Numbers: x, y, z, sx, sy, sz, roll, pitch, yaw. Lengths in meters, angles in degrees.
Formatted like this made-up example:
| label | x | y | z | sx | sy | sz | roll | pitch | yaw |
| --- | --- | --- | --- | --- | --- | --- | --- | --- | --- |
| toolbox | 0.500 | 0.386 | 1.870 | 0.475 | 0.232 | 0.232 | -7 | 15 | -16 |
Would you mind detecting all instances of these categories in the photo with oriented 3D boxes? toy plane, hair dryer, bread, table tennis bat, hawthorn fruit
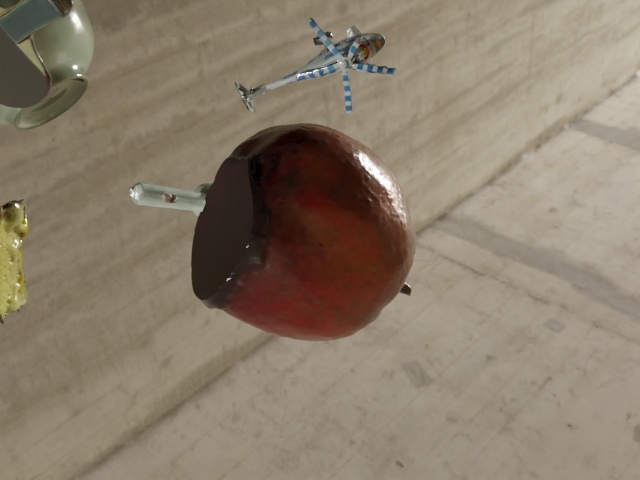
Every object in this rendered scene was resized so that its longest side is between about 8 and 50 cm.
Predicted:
| label | x | y | z | sx | sy | sz | roll | pitch | yaw |
| --- | --- | --- | --- | --- | --- | --- | --- | --- | --- |
| toy plane | -0.008 | -0.313 | 1.327 | 0.273 | 0.182 | 0.107 | -34 | -155 | 23 |
| hair dryer | -0.152 | -0.046 | 0.815 | 0.137 | 0.047 | 0.082 | 8 | -174 | -35 |
| bread | -0.693 | 0.033 | 1.475 | 0.132 | 0.252 | 0.174 | 7 | -164 | 3 |
| table tennis bat | -0.327 | -0.208 | 0.727 | 0.274 | 0.154 | 0.021 | -5 | -137 | 45 |
| hawthorn fruit | 0.000 | 0.000 | 0.716 | 0.249 | 0.215 | 0.215 | 30 | -149 | -17 |

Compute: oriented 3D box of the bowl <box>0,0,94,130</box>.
| label | x | y | z | sx | sy | sz | roll | pitch | yaw |
| --- | --- | --- | --- | --- | --- | --- | --- | --- | --- |
| bowl | -0.581 | -0.340 | 1.393 | 0.354 | 0.185 | 0.354 | -38 | -178 | 1 |
